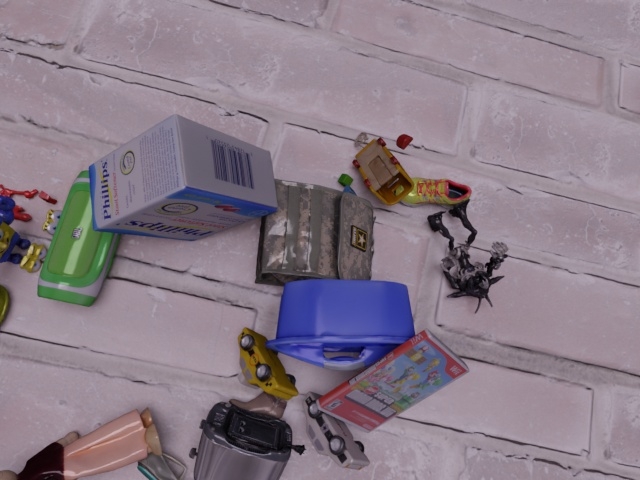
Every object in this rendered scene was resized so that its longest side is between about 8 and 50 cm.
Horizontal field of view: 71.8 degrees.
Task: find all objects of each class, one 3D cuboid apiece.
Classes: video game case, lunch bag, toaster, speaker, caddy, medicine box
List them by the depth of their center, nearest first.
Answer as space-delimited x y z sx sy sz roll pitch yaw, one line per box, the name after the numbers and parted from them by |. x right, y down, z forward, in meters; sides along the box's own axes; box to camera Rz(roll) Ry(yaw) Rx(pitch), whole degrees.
-0.159 0.455 0.939 0.227 0.129 0.146 20 103 -6 | toaster
-0.286 -0.110 0.940 0.289 0.264 0.149 -17 76 31 | medicine box
0.160 0.313 0.955 0.285 0.204 0.025 -38 39 14 | video game case
0.050 0.198 0.985 0.342 0.241 0.179 2 70 -7 | caddy
-0.538 -0.004 1.014 0.131 0.131 0.296 12 76 -4 | speaker
0.000 0.000 1.063 0.287 0.169 0.235 8 72 -13 | lunch bag

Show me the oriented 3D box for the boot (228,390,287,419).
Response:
-0.140 0.376 1.024 0.118 0.042 0.087 39 69 1 | boot

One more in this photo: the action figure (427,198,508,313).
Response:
0.369 0.044 1.110 0.164 0.141 0.275 -21 79 -1 | action figure

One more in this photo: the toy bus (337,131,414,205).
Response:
0.162 -0.181 1.148 0.104 0.191 0.202 37 68 -37 | toy bus

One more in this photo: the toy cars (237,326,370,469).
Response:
-0.059 0.360 0.975 0.394 0.176 0.087 44 94 4 | toy cars

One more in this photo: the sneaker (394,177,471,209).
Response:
0.299 -0.134 1.166 0.209 0.094 0.081 4 78 -5 | sneaker

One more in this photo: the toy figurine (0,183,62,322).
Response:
-0.742 0.017 0.936 0.191 0.217 0.362 22 75 -2 | toy figurine

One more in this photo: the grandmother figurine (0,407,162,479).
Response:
-0.507 0.444 0.878 0.343 0.208 0.103 -15 97 -29 | grandmother figurine

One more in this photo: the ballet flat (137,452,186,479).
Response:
-0.303 0.532 0.952 0.213 0.072 0.068 48 46 2 | ballet flat
